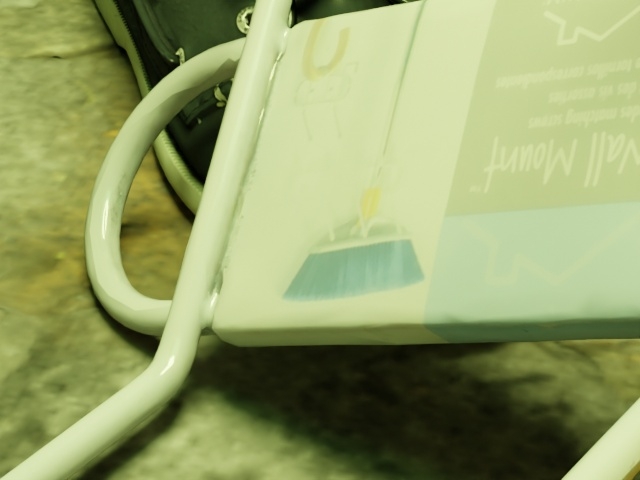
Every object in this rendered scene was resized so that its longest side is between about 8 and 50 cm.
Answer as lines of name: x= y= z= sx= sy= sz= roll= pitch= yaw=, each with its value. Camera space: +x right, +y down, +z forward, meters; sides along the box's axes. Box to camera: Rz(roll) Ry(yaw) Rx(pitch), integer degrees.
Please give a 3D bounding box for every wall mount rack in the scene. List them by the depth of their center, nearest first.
wall mount rack: x=0.000 y=0.000 z=0.544 sx=0.350 sy=0.130 sz=0.304 roll=-5 pitch=63 yaw=43

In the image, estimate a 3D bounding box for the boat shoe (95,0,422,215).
boat shoe: x=-0.011 y=-0.099 z=0.766 sx=0.127 sy=0.113 sz=0.340 roll=-10 pitch=36 yaw=-16
